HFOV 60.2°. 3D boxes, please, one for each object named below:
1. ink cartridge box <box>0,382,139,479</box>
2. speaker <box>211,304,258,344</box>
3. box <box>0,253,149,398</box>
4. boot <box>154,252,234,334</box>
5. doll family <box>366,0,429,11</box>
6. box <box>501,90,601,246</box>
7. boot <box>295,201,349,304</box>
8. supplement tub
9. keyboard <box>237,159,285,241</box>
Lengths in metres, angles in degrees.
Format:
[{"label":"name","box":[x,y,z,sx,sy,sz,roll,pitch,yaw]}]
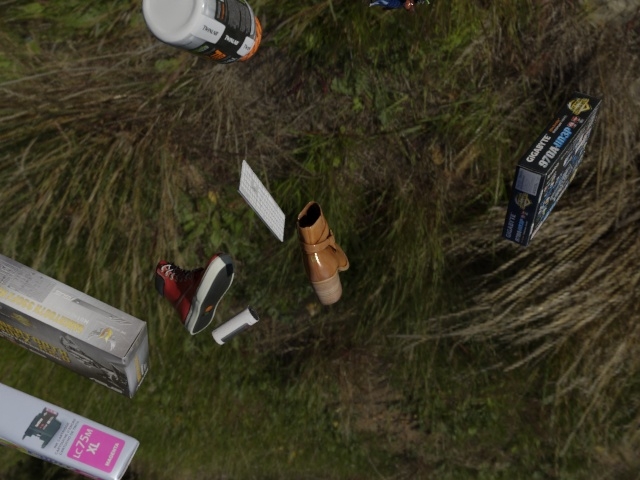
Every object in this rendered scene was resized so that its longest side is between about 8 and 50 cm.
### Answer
[{"label":"ink cartridge box","box":[-0.395,0.223,0.696,0.311,0.065,0.186,30,149,-11]},{"label":"speaker","box":[-0.249,0.246,1.615,0.136,0.055,0.055,-33,125,8]},{"label":"box","box":[-0.345,0.117,0.737,0.231,0.056,0.183,25,147,-1]},{"label":"boot","box":[-0.293,0.076,1.225,0.176,0.088,0.244,46,130,15]},{"label":"doll family","box":[0.183,-0.536,1.176,0.111,0.193,0.076,-10,106,-26]},{"label":"box","box":[0.393,-0.122,0.945,0.051,0.220,0.175,28,150,28]},{"label":"boot","box":[0.000,0.000,0.967,0.073,0.197,0.152,-15,116,3]},{"label":"supplement tub","box":[-0.178,-0.349,0.877,0.117,0.190,0.117,2,95,23]},{"label":"keyboard","box":[-0.125,-0.081,1.226,0.014,0.072,0.256,1,156,18]}]
